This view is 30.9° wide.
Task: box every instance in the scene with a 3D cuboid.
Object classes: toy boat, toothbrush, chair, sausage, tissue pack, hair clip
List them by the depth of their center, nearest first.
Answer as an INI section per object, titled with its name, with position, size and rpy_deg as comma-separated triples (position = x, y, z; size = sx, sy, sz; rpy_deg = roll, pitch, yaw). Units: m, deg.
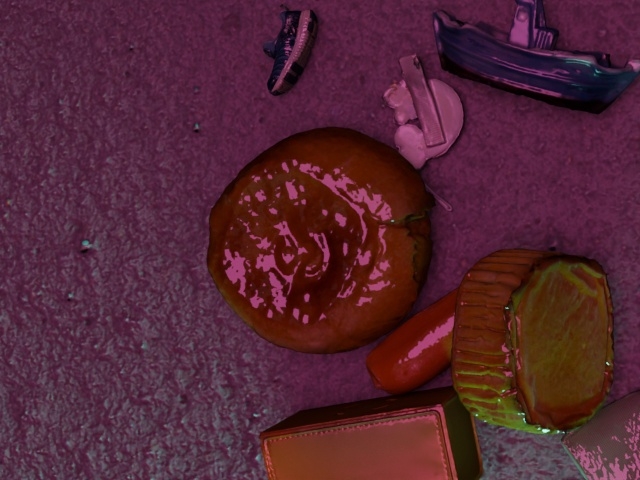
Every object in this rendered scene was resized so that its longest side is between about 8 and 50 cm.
[chair]
position = 0.461, 0.377, 1.562
size = 0.160, 0.186, 0.319
rpy_deg = -35, 82, 20
[toy boat]
position = 0.302, -0.277, 1.638
size = 0.309, 0.129, 0.142
rpy_deg = 19, 110, 16
[tissue pack]
position = 0.078, 0.308, 1.677
size = 0.274, 0.194, 0.145
rpy_deg = -13, 86, 18
[sausage]
position = 0.170, 0.144, 1.700
size = 0.238, 0.098, 0.098
rpy_deg = -36, 80, 13
[hair clip]
position = 0.155, -0.193, 1.731
size = 0.116, 0.049, 0.172
rpy_deg = -17, 89, 22
[toothbrush]
position = 0.149, -0.087, 1.750
size = 0.131, 0.013, 0.011
rpy_deg = 42, 112, 12

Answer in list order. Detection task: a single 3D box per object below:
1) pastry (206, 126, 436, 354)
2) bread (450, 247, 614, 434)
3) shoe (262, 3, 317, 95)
[pastry]
position = 0.000, 0.000, 1.722
size = 0.356, 0.164, 0.356
rpy_deg = 2, 96, 15
[bread]
position = 0.294, 0.137, 1.598
size = 0.142, 0.227, 0.253
rpy_deg = 10, 100, 51
[shoe]
position = -0.055, -0.293, 1.790
size = 0.071, 0.064, 0.143
rpy_deg = 20, 93, 16
